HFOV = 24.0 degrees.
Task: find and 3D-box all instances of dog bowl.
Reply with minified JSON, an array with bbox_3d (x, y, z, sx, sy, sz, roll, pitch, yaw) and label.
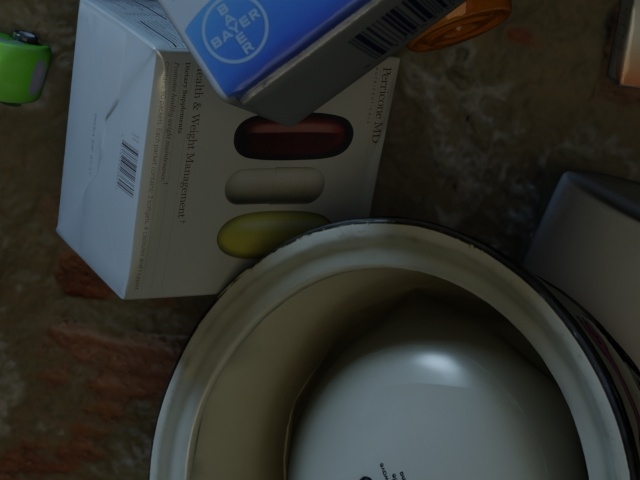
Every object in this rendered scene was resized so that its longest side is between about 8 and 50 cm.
[{"bbox_3d":[0.073,0.189,1.085,0.150,0.408,0.408,5,114,-53],"label":"dog bowl"}]

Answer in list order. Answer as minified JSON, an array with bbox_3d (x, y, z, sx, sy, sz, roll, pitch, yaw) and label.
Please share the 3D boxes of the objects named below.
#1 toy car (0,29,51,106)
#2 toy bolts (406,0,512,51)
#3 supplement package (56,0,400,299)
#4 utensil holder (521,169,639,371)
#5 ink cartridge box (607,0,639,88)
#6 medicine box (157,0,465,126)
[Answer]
[{"bbox_3d":[-0.208,-0.124,1.221,0.225,0.053,0.239,15,105,-10],"label":"toy car"},{"bbox_3d":[0.117,-0.261,1.152,0.218,0.228,0.158,-22,83,23],"label":"toy bolts"},{"bbox_3d":[-0.075,-0.073,1.161,0.203,0.149,0.194,-3,114,-31],"label":"supplement package"},{"bbox_3d":[0.267,0.173,1.227,0.328,0.327,0.385,16,103,-11],"label":"utensil holder"},{"bbox_3d":[0.328,-0.211,1.256,0.145,0.045,0.179,5,110,-8],"label":"ink cartridge box"},{"bbox_3d":[-0.011,-0.267,0.972,0.263,0.149,0.289,-35,80,12],"label":"medicine box"}]
